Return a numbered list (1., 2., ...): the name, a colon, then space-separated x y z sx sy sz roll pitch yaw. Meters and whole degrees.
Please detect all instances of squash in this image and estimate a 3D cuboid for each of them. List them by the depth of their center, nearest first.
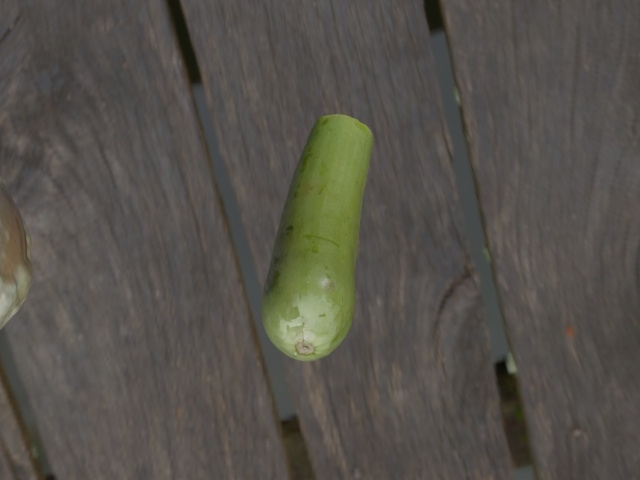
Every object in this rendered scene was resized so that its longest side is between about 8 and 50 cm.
1. squash: 0.000 0.000 1.304 0.083 0.250 0.083 6 139 6

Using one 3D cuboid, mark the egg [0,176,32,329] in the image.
1. egg: -0.290 0.008 0.860 0.245 0.203 0.203 0 119 -16
